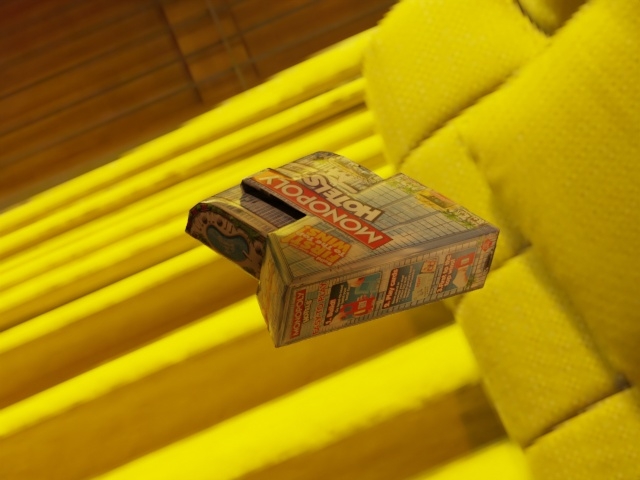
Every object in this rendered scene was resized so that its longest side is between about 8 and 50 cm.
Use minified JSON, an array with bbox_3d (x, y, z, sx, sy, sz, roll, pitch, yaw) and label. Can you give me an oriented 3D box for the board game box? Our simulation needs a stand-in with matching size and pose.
[{"bbox_3d":[0.000,0.000,1.017,0.194,0.194,0.060,32,127,29],"label":"board game box"}]
